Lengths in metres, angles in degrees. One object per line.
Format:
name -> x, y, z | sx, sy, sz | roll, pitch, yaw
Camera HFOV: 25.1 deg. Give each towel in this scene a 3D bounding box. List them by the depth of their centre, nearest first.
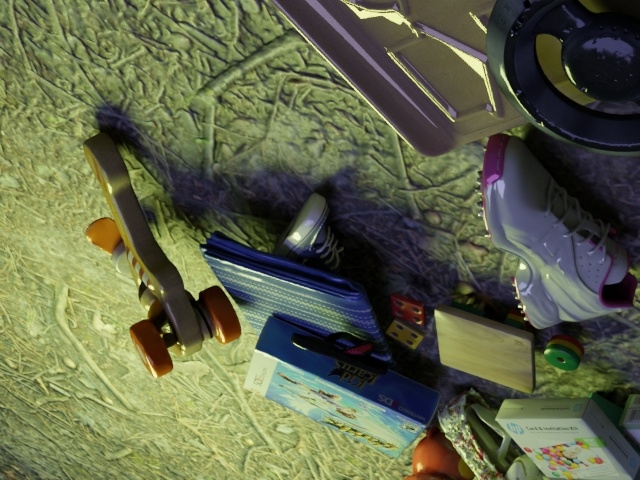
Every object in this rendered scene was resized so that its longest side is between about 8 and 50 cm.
towel -> -0.019, 0.095, 1.997 | 0.243, 0.040, 0.336 | 18, 161, 19

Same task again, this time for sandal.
sandal -> 0.034, 0.143, 1.924 | 0.067, 0.040, 0.179 | 21, 178, 44

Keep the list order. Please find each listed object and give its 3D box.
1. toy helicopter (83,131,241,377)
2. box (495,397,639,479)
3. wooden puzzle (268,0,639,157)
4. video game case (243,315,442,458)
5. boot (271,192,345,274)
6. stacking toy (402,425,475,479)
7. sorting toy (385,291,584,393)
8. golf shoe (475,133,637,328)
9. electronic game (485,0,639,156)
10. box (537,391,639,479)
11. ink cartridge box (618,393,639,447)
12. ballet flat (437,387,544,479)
toy helicopter -> -0.254, 0.004, 2.031 | 0.235, 0.140, 0.355 | 37, 150, 61
box -> 0.339, 0.276, 1.878 | 0.145, 0.038, 0.186 | -8, 131, 48
wooden puzzle -> 0.134, -0.245, 1.370 | 0.322, 0.080, 0.348 | 43, 143, -22
video game case -> 0.024, 0.222, 2.120 | 0.269, 0.061, 0.244 | 25, 161, 2
boot -> 0.000, 0.000, 1.870 | 0.086, 0.069, 0.190 | 27, 159, -6
stacking toy -> 0.286, 0.403, 2.178 | 0.279, 0.130, 0.309 | 2, 151, 35
sorting toy -> 0.214, 0.127, 1.879 | 0.274, 0.046, 0.132 | 17, 148, 21
golf shoe -> 0.264, -0.014, 1.583 | 0.140, 0.115, 0.306 | -1, 145, 26
electronic game -> 0.259, -0.163, 1.274 | 0.229, 0.048, 0.229 | 14, 140, 12
box -> 0.364, 0.299, 1.989 | 0.100, 0.060, 0.244 | 30, 150, 3
ink cartridge box -> 0.515, 0.282, 1.837 | 0.171, 0.056, 0.235 | -10, 134, 49
ballet flat -> 0.252, 0.306, 2.006 | 0.241, 0.091, 0.077 | 49, 130, 24
